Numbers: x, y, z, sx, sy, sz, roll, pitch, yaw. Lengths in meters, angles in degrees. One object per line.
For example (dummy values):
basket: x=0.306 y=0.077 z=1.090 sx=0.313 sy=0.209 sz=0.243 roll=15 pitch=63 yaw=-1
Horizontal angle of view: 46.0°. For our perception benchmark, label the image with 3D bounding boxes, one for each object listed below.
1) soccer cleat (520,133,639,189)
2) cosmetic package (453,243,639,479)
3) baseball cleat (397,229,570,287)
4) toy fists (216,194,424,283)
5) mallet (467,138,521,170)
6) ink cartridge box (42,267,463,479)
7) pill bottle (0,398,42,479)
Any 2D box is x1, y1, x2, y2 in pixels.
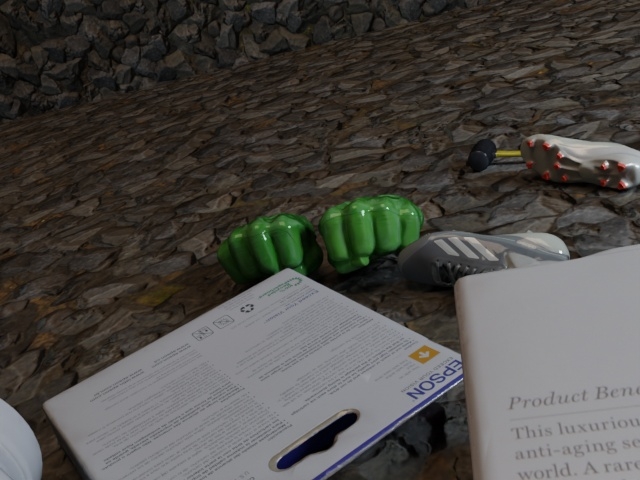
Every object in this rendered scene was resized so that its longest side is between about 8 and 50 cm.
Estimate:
soccer cleat: x=0.385 y=-0.116 z=1.099 sx=0.076 sy=0.068 sz=0.196 roll=-26 pitch=32 yaw=-34
cosmetic package: x=0.189 y=0.196 z=0.301 sx=0.230 sy=0.161 sz=0.453 roll=-9 pitch=35 yaw=14
baseball cleat: x=0.181 y=0.034 z=0.875 sx=0.206 sy=0.072 sz=0.109 roll=-9 pitch=31 yaw=24
toy fists: x=0.000 y=0.000 z=1.005 sx=0.279 sy=0.096 sz=0.142 roll=-9 pitch=-2 yaw=13
mallet: x=0.329 y=-0.135 z=1.210 sx=0.190 sy=0.039 sz=0.062 roll=7 pitch=31 yaw=33
ink cartridge box: x=-0.066 y=0.165 z=0.740 sx=0.324 sy=0.071 sz=0.330 roll=-28 pitch=30 yaw=-26
pill bottle: x=-0.305 y=0.265 z=0.460 sx=0.229 sy=0.229 sz=0.407 roll=-15 pitch=23 yaw=0
